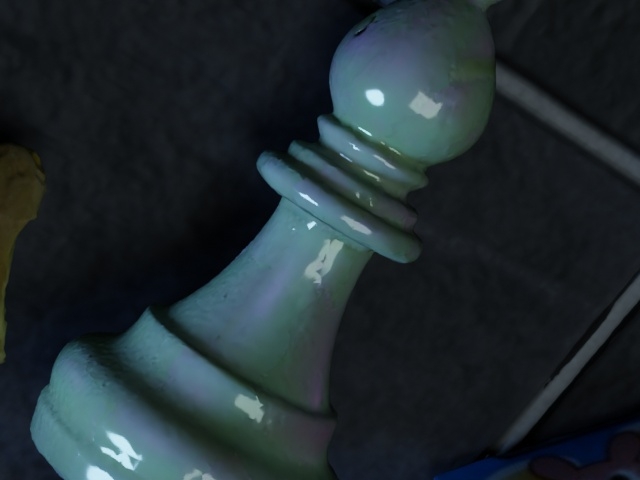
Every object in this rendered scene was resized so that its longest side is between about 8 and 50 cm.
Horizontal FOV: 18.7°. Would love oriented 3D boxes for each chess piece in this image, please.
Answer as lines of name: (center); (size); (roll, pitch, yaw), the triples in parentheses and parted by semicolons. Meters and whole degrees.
chess piece: (0.000, 0.000, 0.821); (0.139, 0.139, 0.271); (29, 95, -27)

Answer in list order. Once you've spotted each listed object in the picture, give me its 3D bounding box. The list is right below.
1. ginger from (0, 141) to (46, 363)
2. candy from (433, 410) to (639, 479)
ginger: (-0.244, 0.038, 0.788); (0.294, 0.086, 0.131); (-26, 123, 4)
candy: (0.163, 0.237, 0.996); (0.157, 0.100, 0.306); (-16, 120, -6)
